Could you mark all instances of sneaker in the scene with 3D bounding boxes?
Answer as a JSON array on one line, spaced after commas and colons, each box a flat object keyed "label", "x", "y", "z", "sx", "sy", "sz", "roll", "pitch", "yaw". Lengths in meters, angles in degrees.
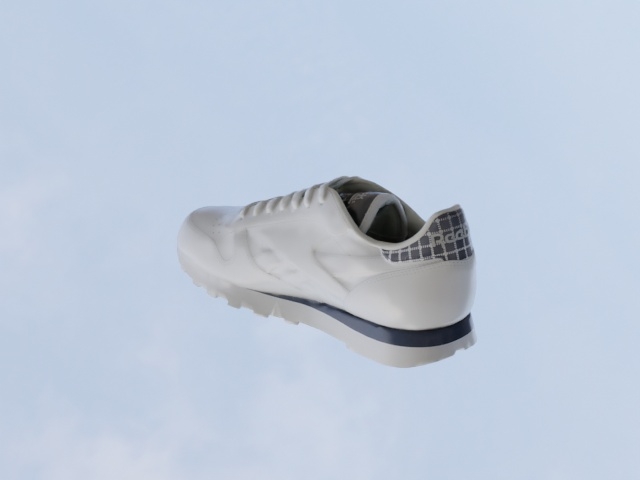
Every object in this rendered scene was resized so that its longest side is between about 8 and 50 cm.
[{"label": "sneaker", "x": 0.000, "y": 0.000, "z": 0.748, "sx": 0.090, "sy": 0.235, "sz": 0.095, "roll": -29, "pitch": -57, "yaw": -44}]
